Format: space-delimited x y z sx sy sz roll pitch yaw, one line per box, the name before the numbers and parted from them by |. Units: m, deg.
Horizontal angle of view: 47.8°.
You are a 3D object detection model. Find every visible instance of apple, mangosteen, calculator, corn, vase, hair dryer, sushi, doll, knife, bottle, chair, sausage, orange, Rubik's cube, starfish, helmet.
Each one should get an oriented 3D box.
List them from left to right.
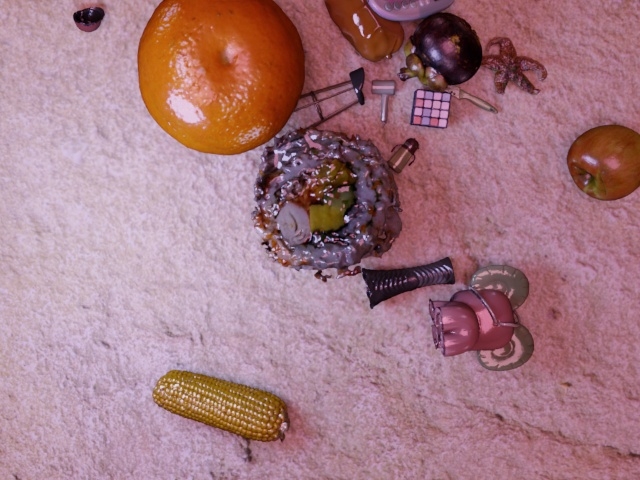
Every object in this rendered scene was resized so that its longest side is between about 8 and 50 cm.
helmet | -0.614 -0.583 1.928 0.084 0.049 0.065 -19 61 -18
orange | -0.247 -0.421 1.790 0.424 0.326 0.423 -2 96 -15
corn | -0.269 0.455 2.011 0.388 0.144 0.143 19 99 4
sushi | 0.013 -0.093 1.855 0.418 0.176 0.417 -2 77 9
chair | 0.030 -0.367 1.901 0.222 0.104 0.095 -24 122 11
sausage | 0.114 -0.568 1.846 0.241 0.120 0.136 51 142 -2
hair dryer | 0.165 -0.363 1.920 0.063 0.038 0.124 3 105 5
bottle | 0.224 -0.229 1.928 0.063 0.047 0.101 35 96 -38
vase | 0.238 0.104 1.948 0.238 0.115 0.115 -13 97 1
calculator | 0.241 -0.650 1.818 0.299 0.041 0.185 -25 91 -20
Rubik's cube | 0.286 -0.341 1.881 0.092 0.092 0.092 7 98 2
mangosteen | 0.295 -0.463 1.820 0.217 0.192 0.192 -37 94 21
knife | 0.376 -0.383 1.910 0.207 0.014 0.030 29 99 1
doll | 0.428 0.212 1.891 0.269 0.216 0.283 -8 95 -2
starfish | 0.484 -0.450 1.885 0.210 0.053 0.150 14 86 6
apple | 0.732 -0.200 1.827 0.196 0.196 0.195 1 98 4
